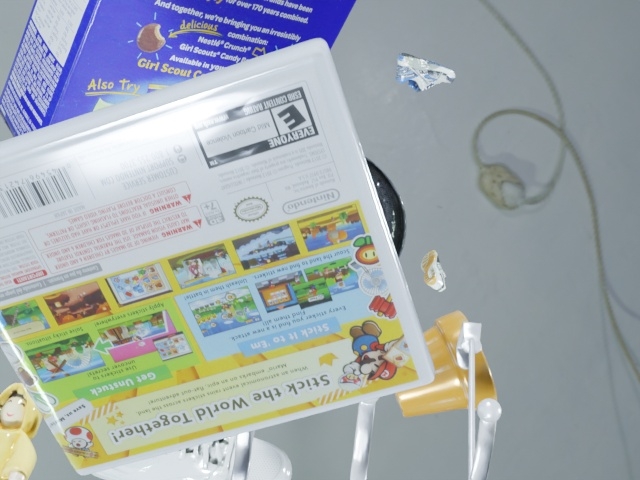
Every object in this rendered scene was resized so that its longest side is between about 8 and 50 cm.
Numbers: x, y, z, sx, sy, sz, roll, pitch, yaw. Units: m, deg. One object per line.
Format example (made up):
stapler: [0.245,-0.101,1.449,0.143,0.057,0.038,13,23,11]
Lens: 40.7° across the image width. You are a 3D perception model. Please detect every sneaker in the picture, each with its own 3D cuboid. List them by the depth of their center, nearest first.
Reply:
sneaker: [-0.181,0.269,1.122,0.292,0.169,0.108,7,55,1]
sneaker: [0.189,0.053,1.426,0.032,0.083,0.037,-35,120,30]
sneaker: [0.182,-0.291,1.528,0.135,0.052,0.058,6,110,-37]

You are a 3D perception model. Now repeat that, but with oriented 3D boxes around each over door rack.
over door rack: [0.044,0.151,0.833,0.239,0.324,0.108,8,120,3]

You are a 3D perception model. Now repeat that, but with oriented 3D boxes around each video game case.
video game case: [-0.073,0.022,0.471,0.227,0.026,0.206,-17,116,8]

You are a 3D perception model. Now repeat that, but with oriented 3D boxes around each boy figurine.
boy figurine: [-0.531,0.358,1.385,0.285,0.177,0.092,-59,142,-34]

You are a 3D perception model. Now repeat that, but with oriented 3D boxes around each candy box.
candy box: [-0.119,-0.209,0.815,0.268,0.122,0.317,2,129,-45]

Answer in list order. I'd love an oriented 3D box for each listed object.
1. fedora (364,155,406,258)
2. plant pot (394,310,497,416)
fedora: [0.000,0.000,1.556,0.334,0.152,0.334,5,125,8]
plant pot: [0.236,0.272,1.779,0.188,0.205,0.205,-21,104,-1]
